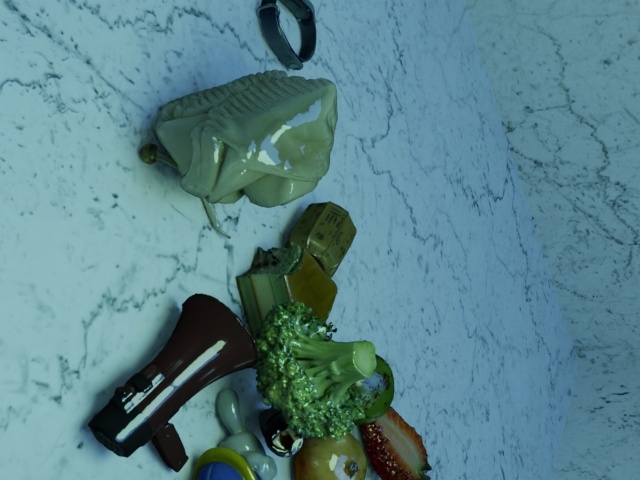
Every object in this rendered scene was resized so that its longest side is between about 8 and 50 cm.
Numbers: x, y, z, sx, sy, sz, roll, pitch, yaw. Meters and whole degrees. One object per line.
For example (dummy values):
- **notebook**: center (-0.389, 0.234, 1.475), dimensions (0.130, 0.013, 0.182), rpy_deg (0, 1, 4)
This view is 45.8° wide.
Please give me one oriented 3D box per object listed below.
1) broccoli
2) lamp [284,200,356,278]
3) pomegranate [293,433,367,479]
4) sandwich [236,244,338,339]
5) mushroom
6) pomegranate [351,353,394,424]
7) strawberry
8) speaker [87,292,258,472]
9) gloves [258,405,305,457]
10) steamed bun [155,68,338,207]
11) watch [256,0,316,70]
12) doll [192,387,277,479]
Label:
- **broccoli**: center (-0.018, 0.279, 1.584), dimensions (0.288, 0.260, 0.235), rpy_deg (40, 78, -26)
- **lamp**: center (0.000, 0.000, 1.926), dimensions (0.161, 0.161, 0.185), rpy_deg (59, 45, -34)
- **pomegranate**: center (0.028, 0.557, 1.871), dimensions (0.191, 0.191, 0.191), rpy_deg (10, 78, -55)
- **sandwich**: center (-0.096, 0.146, 1.766), dimensions (0.198, 0.155, 0.228), rpy_deg (50, 48, -38)
- **mushroom**: center (-0.279, -0.112, 1.632), dimensions (0.306, 0.043, 0.068), rpy_deg (47, 64, -44)
- **pomegranate**: center (0.086, 0.363, 1.982), dimensions (0.263, 0.211, 0.211), rpy_deg (-96, 160, -56)
- **strawberry**: center (0.187, 0.585, 2.182), dimensions (0.306, 0.137, 0.233), rpy_deg (51, 21, -5)
- **speaker**: center (-0.298, 0.298, 1.504), dimensions (0.329, 0.198, 0.259), rpy_deg (-46, 165, -31)
- **gloves**: center (-0.085, 0.415, 1.726), dimensions (0.285, 0.119, 0.142), rpy_deg (12, 60, -84)
- **steamed bun**: center (-0.124, -0.191, 1.560), dimensions (0.367, 0.342, 0.255), rpy_deg (-25, 121, -13)
- **watch**: center (-0.082, -0.556, 1.949), dimensions (0.206, 0.068, 0.193), rpy_deg (34, 58, -52)
- **doll**: center (-0.172, 0.473, 1.613), dimensions (0.242, 0.159, 0.311), rpy_deg (-7, 82, -53)
